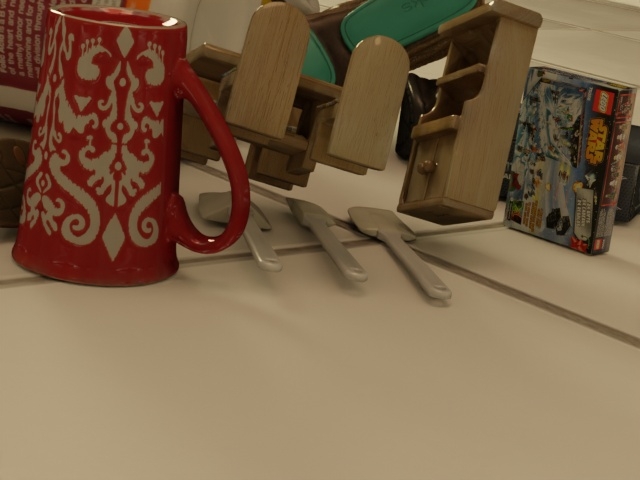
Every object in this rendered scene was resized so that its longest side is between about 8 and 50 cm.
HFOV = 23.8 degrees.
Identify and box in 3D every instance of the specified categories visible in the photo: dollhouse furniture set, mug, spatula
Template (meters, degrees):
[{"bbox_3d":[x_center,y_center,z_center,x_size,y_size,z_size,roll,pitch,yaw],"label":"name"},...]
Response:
[{"bbox_3d":[0.022,-0.123,1.149,0.242,0.161,0.212,16,-7,-17],"label":"dollhouse furniture set"},{"bbox_3d":[-0.125,-0.066,1.017,0.150,0.169,0.113,3,15,-15],"label":"mug"},{"bbox_3d":[0.000,0.000,1.132,0.168,0.019,0.242,10,14,-13],"label":"spatula"}]

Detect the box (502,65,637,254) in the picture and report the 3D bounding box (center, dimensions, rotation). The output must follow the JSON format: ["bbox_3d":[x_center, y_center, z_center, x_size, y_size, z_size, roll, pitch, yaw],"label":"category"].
[{"bbox_3d":[0.201,-0.066,1.236,0.027,0.137,0.094,-8,22,-44],"label":"box"}]

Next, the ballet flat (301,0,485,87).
[{"bbox_3d":[0.009,-0.183,1.562,0.342,0.116,0.124,-25,-19,-10],"label":"ballet flat"}]

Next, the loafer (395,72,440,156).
[{"bbox_3d":[0.122,-0.131,1.545,0.078,0.080,0.220,8,15,4],"label":"loafer"}]

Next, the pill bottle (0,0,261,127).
[{"bbox_3d":[-0.272,-0.220,1.410,0.392,0.224,0.224,12,16,15],"label":"pill bottle"}]

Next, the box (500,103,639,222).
[{"bbox_3d":[0.233,-0.080,1.453,0.183,0.059,0.233,14,16,19],"label":"box"}]

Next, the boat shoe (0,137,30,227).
[{"bbox_3d":[-0.212,-0.037,1.101,0.060,0.064,0.178,-20,-7,39],"label":"boat shoe"}]

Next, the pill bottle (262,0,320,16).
[{"bbox_3d":[-0.117,-0.240,1.607,0.208,0.119,0.119,-27,9,13],"label":"pill bottle"}]
